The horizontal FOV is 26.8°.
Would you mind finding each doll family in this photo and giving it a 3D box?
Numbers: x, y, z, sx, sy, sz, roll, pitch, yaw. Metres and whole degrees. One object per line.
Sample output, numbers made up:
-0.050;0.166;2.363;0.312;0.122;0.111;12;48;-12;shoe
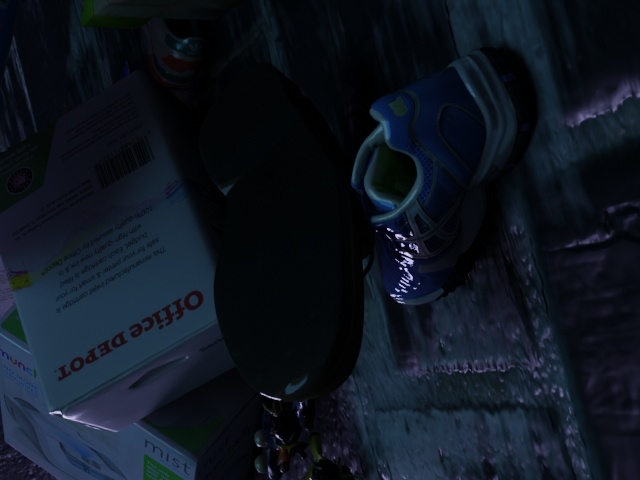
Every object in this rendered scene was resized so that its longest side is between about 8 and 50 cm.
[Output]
-0.014;0.177;1.143;0.111;0.076;0.193;110;145;-66;doll family

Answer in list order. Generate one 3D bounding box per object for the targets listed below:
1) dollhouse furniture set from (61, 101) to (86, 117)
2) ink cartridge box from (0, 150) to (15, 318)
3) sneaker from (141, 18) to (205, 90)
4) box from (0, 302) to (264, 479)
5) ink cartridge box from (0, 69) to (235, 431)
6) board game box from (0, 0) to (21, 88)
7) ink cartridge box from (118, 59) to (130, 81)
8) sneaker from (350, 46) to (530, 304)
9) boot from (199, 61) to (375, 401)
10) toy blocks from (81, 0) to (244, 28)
-0.371;0.006;1.482;0.198;0.303;0.286;156;99;-71;dollhouse furniture set
-0.426;0.070;1.918;0.151;0.270;0.395;-122;26;-46;ink cartridge box
-0.145;-0.224;1.279;0.075;0.057;0.161;-53;50;45;sneaker
-0.202;0.181;1.424;0.262;0.127;0.231;31;144;15;box
-0.184;0.013;1.275;0.117;0.201;0.278;38;-155;-61;ink cartridge box
-0.362;-0.113;1.276;0.302;0.086;0.308;-170;93;-73;board game box
-0.225;-0.031;1.605;0.165;0.065;0.332;133;122;-68;ink cartridge box
0.054;-0.030;0.792;0.211;0.081;0.080;99;149;-53;sneaker
0.000;0.000;0.857;0.115;0.112;0.305;38;-157;-29;boot
-0.081;-0.303;0.893;0.381;0.191;0.261;174;94;-70;toy blocks
